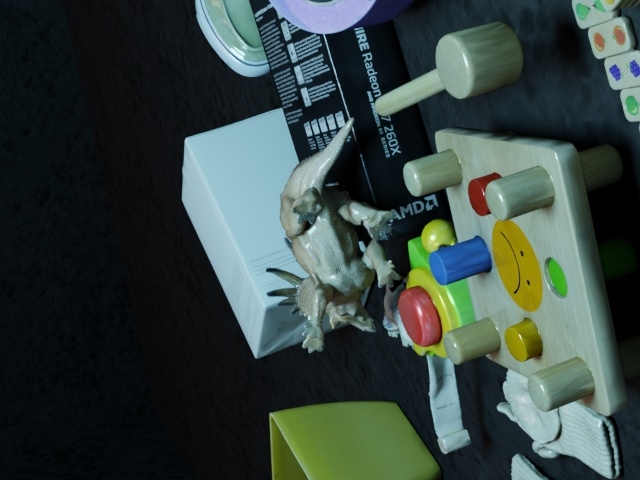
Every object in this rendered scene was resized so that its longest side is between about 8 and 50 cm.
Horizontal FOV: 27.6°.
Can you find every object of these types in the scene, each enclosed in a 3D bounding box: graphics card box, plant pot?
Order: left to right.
[{"bbox_3d":[0.024,-0.182,1.592,0.233,0.094,0.370,174,78,-71],"label":"graphics card box"},{"bbox_3d":[0.057,0.353,1.869,0.212,0.187,0.212,89,155,-44],"label":"plant pot"}]

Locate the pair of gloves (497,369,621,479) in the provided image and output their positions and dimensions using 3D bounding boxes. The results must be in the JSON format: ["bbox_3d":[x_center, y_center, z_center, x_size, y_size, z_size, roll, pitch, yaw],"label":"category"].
[{"bbox_3d":[0.256,0.249,1.430,0.204,0.042,0.240,-138,35,-56],"label":"pair of gloves"}]

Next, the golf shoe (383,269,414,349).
[{"bbox_3d":[0.120,0.084,1.624,0.176,0.069,0.086,-162,61,-66],"label":"golf shoe"}]

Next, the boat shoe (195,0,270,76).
[{"bbox_3d":[-0.129,-0.378,1.822,0.094,0.109,0.302,131,121,-67],"label":"boat shoe"}]

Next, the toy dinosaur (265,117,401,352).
[{"bbox_3d":[0.000,0.000,1.520,0.200,0.127,0.295,-138,37,-67],"label":"toy dinosaur"}]

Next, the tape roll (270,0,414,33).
[{"bbox_3d":[0.020,-0.316,1.369,0.189,0.080,0.189,15,113,39],"label":"tape roll"}]

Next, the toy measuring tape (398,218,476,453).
[{"bbox_3d":[0.158,0.128,1.485,0.121,0.121,0.330,42,146,56],"label":"toy measuring tape"}]

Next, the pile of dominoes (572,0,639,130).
[{"bbox_3d":[0.259,-0.158,1.025,0.196,0.040,0.251,120,129,-66],"label":"pile of dominoes"}]

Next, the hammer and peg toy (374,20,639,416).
[{"bbox_3d":[0.182,-0.032,1.234,0.266,0.127,0.361,-159,53,-69],"label":"hammer and peg toy"}]

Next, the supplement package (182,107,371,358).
[{"bbox_3d":[-0.067,-0.014,1.883,0.177,0.175,0.293,104,143,-61],"label":"supplement package"}]
